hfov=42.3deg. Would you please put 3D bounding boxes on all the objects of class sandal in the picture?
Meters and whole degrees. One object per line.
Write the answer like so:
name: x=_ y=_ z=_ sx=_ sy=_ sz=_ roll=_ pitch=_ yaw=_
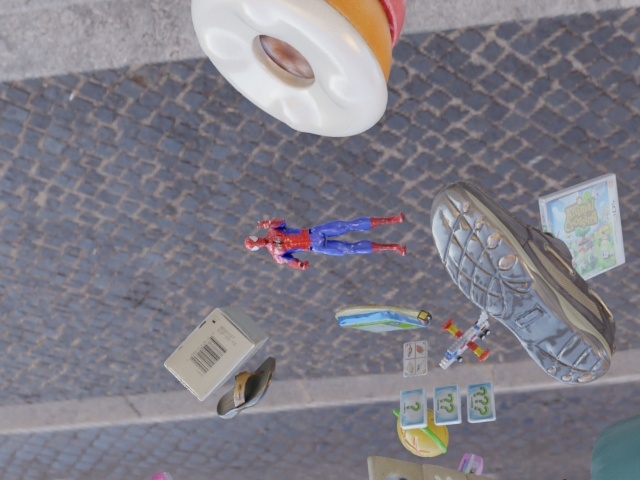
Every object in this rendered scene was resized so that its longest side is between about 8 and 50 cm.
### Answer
sandal: x=-0.176 y=0.328 z=1.850 sx=0.060 sy=0.090 sz=0.219 roll=32 pitch=130 yaw=-26

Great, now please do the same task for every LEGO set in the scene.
LEGO set: x=0.237 y=0.232 z=1.592 sx=0.182 sy=0.244 sz=0.060 roll=-10 pitch=142 yaw=21

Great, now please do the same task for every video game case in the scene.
video game case: x=0.530 y=-0.018 z=1.665 sx=0.212 sy=0.193 sz=0.023 roll=-18 pitch=-166 yaw=-30

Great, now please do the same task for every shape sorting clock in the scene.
shape sorting clock: x=0.135 y=0.166 z=1.795 sx=0.206 sy=0.040 sz=0.206 roll=1 pitch=165 yaw=0

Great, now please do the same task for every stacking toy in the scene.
stacking toy: x=0.048 y=-0.443 z=1.360 sx=0.350 sy=0.480 sz=0.350 roll=29 pitch=161 yaw=11

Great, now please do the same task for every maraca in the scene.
maraca: x=0.217 y=0.416 z=1.818 sx=0.127 sy=0.099 sz=0.185 roll=48 pitch=169 yaw=-6

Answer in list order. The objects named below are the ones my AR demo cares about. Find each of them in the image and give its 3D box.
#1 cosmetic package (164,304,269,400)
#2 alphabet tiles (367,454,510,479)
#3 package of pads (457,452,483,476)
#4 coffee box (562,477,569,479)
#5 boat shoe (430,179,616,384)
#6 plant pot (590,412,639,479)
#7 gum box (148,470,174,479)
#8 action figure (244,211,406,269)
cosmetic package: x=-0.212 y=0.231 z=1.761 sx=0.113 sy=0.309 sz=0.160 roll=43 pitch=90 yaw=5
alphabet tiles: x=0.125 y=0.314 z=0.609 sx=0.342 sy=0.285 sz=0.011 roll=23 pitch=141 yaw=-40
package of pads: x=0.193 y=0.324 z=1.096 sx=0.032 sy=0.083 sz=0.050 roll=9 pitch=108 yaw=18
coffee box: x=0.463 y=0.616 z=1.702 sx=0.246 sy=0.098 sz=0.141 roll=-46 pitch=147 yaw=3
boat shoe: x=0.302 y=0.051 z=1.232 sx=0.355 sy=0.130 sz=0.132 roll=51 pitch=136 yaw=-2
plant pot: x=0.577 y=0.348 z=1.176 sx=0.293 sy=0.293 sz=0.235 roll=22 pitch=136 yaw=-21
gum box: x=-0.241 y=0.461 z=1.293 sx=0.107 sy=0.188 sz=0.062 roll=-35 pitch=166 yaw=-10
action figure: x=0.000 y=0.000 z=1.403 sx=0.280 sy=0.139 sz=0.091 roll=-4 pitch=96 yaw=10
